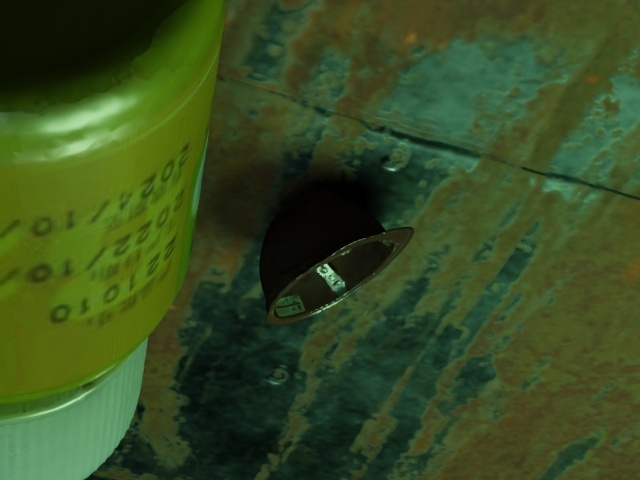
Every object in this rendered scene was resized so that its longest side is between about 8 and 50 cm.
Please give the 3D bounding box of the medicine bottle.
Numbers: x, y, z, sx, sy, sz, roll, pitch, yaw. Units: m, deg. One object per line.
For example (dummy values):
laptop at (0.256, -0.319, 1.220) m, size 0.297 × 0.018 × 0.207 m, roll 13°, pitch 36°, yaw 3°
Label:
medicine bottle at (-0.177, -0.026, 0.945) m, size 0.224 × 0.224 × 0.384 m, roll 10°, pitch 141°, yaw -3°

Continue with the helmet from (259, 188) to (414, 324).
helmet at (0.000, 0.000, 1.084) m, size 0.089 × 0.057 × 0.111 m, roll -8°, pitch 153°, yaw -45°
